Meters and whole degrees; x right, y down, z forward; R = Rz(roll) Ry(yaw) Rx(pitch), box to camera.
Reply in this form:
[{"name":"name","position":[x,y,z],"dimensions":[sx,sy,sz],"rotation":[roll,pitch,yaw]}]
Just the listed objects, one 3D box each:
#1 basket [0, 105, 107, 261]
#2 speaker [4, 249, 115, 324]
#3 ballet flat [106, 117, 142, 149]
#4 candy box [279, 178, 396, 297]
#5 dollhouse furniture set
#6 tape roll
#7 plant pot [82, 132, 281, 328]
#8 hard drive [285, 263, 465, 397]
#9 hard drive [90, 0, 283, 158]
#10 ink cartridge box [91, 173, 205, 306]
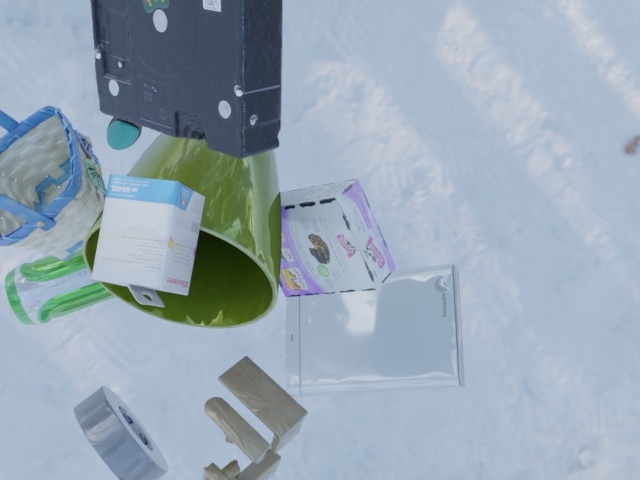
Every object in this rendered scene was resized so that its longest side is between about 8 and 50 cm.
[{"name":"basket","position":[-0.481,-0.117,1.360],"dimensions":[0.201,0.289,0.254],"rotation":[-38,55,14]},{"name":"speaker","position":[-0.439,0.064,1.608],"dimensions":[0.297,0.131,0.131],"rotation":[-19,88,-1]},{"name":"ballet flat","position":[-0.402,-0.267,1.783],"dimensions":[0.074,0.203,0.074],"rotation":[12,59,-21]},{"name":"candy box","position":[0.000,0.000,1.337],"dimensions":[0.070,0.196,0.164],"rotation":[-43,117,-44]},{"name":"dollhouse furniture set","position":[-0.124,0.283,1.197],"dimensions":[0.123,0.151,0.144],"rotation":[40,51,19]},{"name":"tape roll","position":[-0.398,0.398,1.682],"dimensions":[0.072,0.219,0.219],"rotation":[-37,95,-10]},{"name":"plant pot","position":[-0.167,-0.065,1.238],"dimensions":[0.275,0.275,0.293],"rotation":[23,54,-15]},{"name":"hard drive","position":[0.098,0.180,1.632],"dimensions":[0.353,0.047,0.232],"rotation":[-8,71,23]},{"name":"hard drive","position":[-0.137,-0.271,0.823],"dimensions":[0.064,0.237,0.338],"rotation":[-25,125,-44]},{"name":"ink cartridge box","position":[-0.203,0.004,0.990],"dimensions":[0.090,0.092,0.143],"rotation":[8,83,12]}]
